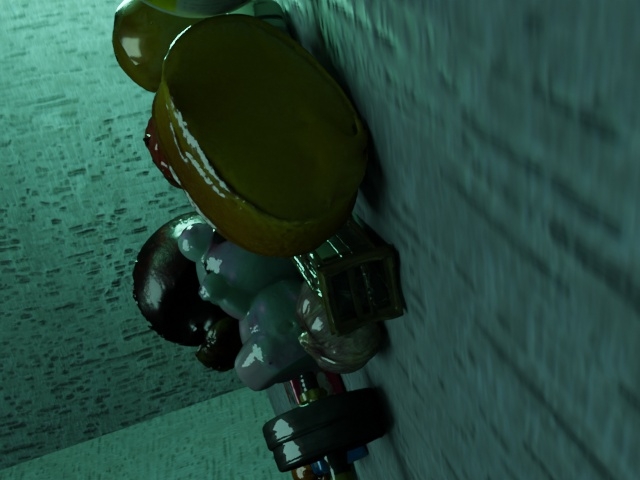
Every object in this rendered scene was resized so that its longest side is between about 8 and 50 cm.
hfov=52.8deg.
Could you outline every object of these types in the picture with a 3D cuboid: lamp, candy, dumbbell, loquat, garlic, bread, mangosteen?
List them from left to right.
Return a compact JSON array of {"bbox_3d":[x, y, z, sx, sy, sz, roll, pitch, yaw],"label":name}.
[{"bbox_3d":[-0.309,-0.414,1.331,0.235,0.235,0.234,163,90,-78],"label":"loquat"},{"bbox_3d":[-0.289,0.128,1.729,0.421,0.381,0.381,45,169,-5],"label":"mangosteen"},{"bbox_3d":[-0.067,-0.112,0.701,0.269,0.195,0.142,53,159,6],"label":"bread"},{"bbox_3d":[-0.080,0.069,1.079,0.247,0.247,0.301,-49,61,40],"label":"lamp"},{"bbox_3d":[-0.012,0.299,1.276,0.157,0.100,0.305,105,147,-67],"label":"candy"},{"bbox_3d":[0.000,0.000,0.828,0.325,0.090,0.089,-127,23,-62],"label":"lamp"},{"bbox_3d":[0.016,0.111,0.867,0.159,0.102,0.147,-136,25,-64],"label":"garlic"},{"bbox_3d":[0.043,0.374,0.929,0.185,0.185,0.388,103,149,-67],"label":"dumbbell"}]

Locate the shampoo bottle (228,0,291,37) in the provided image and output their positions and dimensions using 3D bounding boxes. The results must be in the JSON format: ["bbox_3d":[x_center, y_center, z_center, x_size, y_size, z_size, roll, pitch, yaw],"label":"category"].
[{"bbox_3d":[-0.051,-0.173,0.831,0.085,0.085,0.262,134,118,-77],"label":"shampoo bottle"}]

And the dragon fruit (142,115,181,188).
[{"bbox_3d":[-0.235,-0.202,1.312,0.252,0.241,0.240,44,-153,-82],"label":"dragon fruit"}]

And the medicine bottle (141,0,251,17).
[{"bbox_3d":[-0.095,-0.321,0.516,0.379,0.214,0.213,-156,50,-74],"label":"medicine bottle"}]

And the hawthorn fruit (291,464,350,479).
[{"bbox_3d":[0.000,0.493,1.426,0.138,0.133,0.132,113,139,-77],"label":"hawthorn fruit"}]
